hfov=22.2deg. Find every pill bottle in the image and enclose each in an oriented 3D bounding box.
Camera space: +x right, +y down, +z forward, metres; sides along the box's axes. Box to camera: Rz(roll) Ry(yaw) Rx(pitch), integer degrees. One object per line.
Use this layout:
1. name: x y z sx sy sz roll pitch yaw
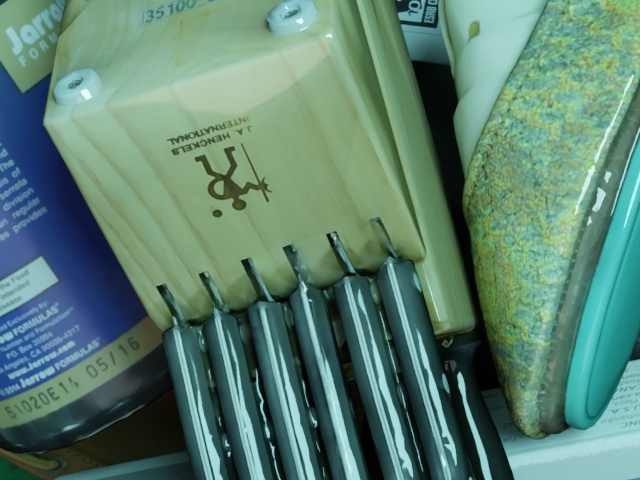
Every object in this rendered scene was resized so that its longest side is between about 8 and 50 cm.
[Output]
1. pill bottle: -0.129 -0.040 0.601 0.122 0.123 0.219 -27 108 17

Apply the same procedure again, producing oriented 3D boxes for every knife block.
1. knife block: 0.000 0.000 0.558 0.088 0.276 0.242 -16 129 10

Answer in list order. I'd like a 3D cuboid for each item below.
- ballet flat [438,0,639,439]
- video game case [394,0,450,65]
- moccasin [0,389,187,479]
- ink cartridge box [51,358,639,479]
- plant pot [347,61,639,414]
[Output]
1. ballet flat: 0.107 -0.105 0.579 0.123 0.123 0.349 24 86 -17
2. video game case: -0.046 -0.208 0.607 0.244 0.061 0.270 6 125 -6
3. moccasin: -0.193 0.028 0.735 0.380 0.139 0.147 27 112 -29
4. ink cartridge box: 0.055 0.192 0.656 0.296 0.066 0.261 -14 110 19
5. plant pot: 0.052 0.029 0.712 0.167 0.187 0.188 33 118 -11
